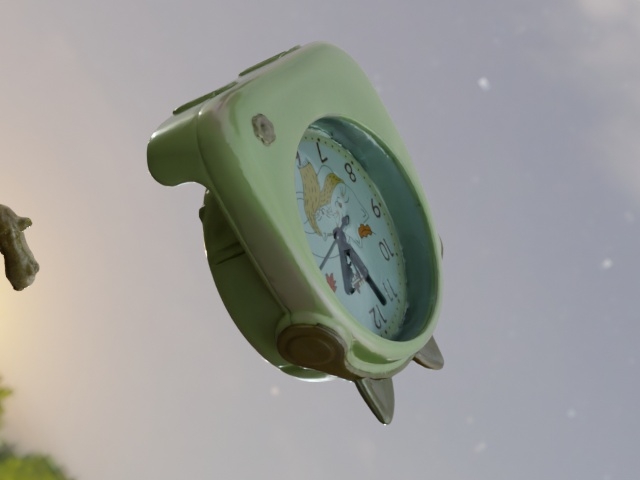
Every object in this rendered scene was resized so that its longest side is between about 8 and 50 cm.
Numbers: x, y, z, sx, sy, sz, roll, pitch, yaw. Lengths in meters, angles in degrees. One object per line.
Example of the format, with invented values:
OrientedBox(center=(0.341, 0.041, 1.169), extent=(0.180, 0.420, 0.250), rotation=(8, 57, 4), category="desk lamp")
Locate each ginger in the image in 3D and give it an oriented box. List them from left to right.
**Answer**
OrientedBox(center=(-0.379, 0.031, 1.843), extent=(0.052, 0.193, 0.176), rotation=(177, -94, -87), category="ginger")

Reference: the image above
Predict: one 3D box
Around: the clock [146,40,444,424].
OrientedBox(center=(0.000, 0.000, 1.726), extent=(0.348, 0.117, 0.286), rotation=(64, 32, -7), category="clock")
